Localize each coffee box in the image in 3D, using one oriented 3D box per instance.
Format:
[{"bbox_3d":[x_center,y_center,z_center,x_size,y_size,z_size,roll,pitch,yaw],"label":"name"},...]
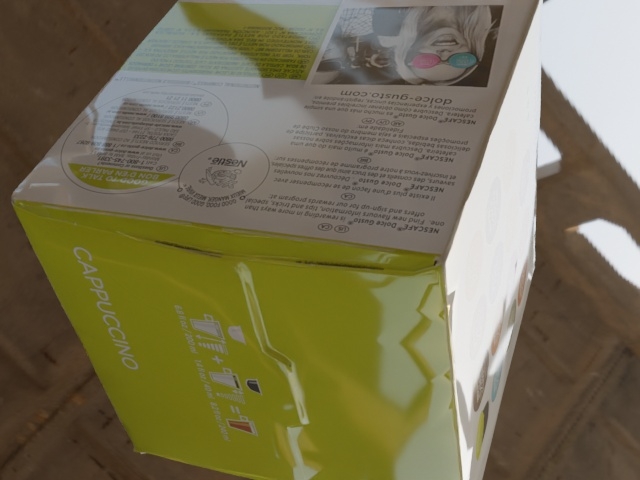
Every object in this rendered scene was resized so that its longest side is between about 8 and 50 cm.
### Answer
[{"bbox_3d":[0.000,0.000,0.831,0.338,0.337,0.334,8,-134,20],"label":"coffee box"}]
